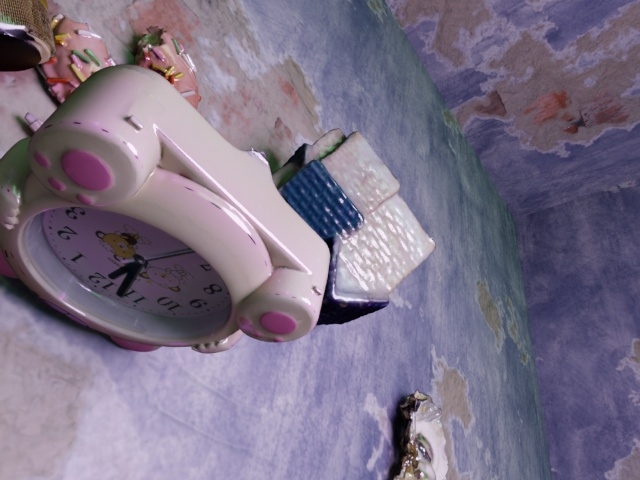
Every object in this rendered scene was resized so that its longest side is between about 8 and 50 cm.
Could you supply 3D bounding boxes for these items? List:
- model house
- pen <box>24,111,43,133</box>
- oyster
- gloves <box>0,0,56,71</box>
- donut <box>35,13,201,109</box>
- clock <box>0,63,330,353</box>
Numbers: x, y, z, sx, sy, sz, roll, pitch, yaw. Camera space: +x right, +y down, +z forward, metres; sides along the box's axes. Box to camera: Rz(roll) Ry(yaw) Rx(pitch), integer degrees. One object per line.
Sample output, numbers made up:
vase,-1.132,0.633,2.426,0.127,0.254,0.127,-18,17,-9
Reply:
model house,0.002,0.000,0.801,0.299,0.243,0.284,51,50,-3
pen,-0.299,-0.079,0.579,0.197,0.032,0.053,53,37,-24
oyster,0.220,0.443,0.985,0.223,0.083,0.214,46,43,-39
gloves,-0.386,-0.360,0.513,0.154,0.141,0.332,-5,76,-54
donut,-0.269,-0.227,0.657,0.232,0.085,0.199,-35,102,-54
clock,-0.176,0.011,0.450,0.284,0.309,0.114,44,39,-32
